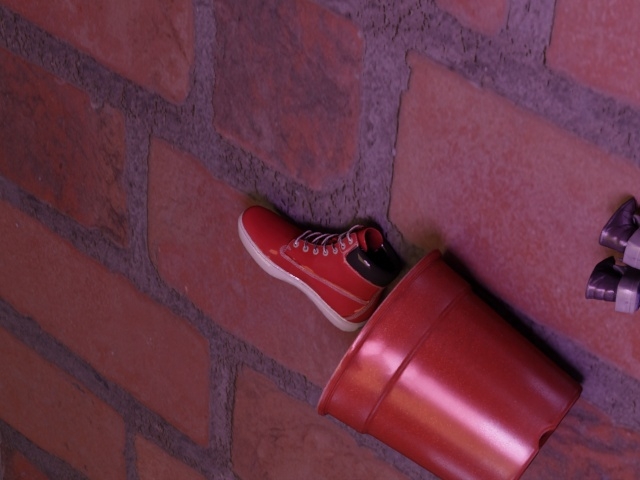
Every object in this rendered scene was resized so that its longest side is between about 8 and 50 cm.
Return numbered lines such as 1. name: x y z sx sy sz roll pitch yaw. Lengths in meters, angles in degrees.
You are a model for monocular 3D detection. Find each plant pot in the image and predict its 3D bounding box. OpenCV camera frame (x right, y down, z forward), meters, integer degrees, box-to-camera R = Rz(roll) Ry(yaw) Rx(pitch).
1. plant pot: 0.181 0.196 1.942 0.265 0.272 0.272 36 139 11

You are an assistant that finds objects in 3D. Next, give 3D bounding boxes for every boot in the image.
1. boot: 0.000 0.000 2.117 0.244 0.088 0.176 39 140 8

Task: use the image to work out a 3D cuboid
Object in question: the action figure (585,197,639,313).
1. action figure: 0.449 0.060 1.674 0.285 0.099 0.185 26 127 27
